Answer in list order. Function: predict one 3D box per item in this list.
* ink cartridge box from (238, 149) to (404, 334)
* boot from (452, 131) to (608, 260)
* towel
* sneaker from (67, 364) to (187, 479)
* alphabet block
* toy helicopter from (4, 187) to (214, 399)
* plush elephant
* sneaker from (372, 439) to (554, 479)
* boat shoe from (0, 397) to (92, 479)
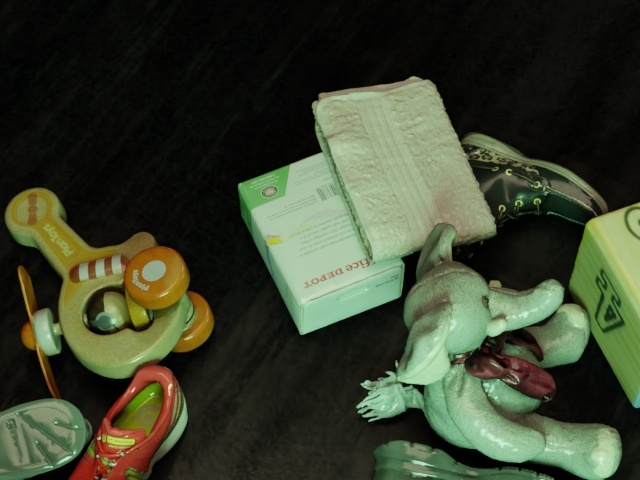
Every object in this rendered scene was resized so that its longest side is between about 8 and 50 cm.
[{"bbox_3d":[0.000,0.000,2.084,0.154,0.093,0.212,-21,59,-12],"label":"ink cartridge box"},{"bbox_3d":[0.255,-0.034,2.113,0.236,0.085,0.178,28,64,23],"label":"boot"},{"bbox_3d":[0.109,-0.102,2.076,0.187,0.049,0.282,-12,57,-16],"label":"towel"},{"bbox_3d":[-0.259,0.270,1.902,0.107,0.118,0.279,19,60,12],"label":"sneaker"},{"bbox_3d":[0.455,0.069,1.986,0.192,0.193,0.197,-17,60,-12],"label":"alphabet block"},{"bbox_3d":[-0.325,0.057,2.051,0.235,0.140,0.355,-39,55,-11],"label":"toy helicopter"},{"bbox_3d":[0.203,0.122,1.901,0.330,0.255,0.272,-1,44,6],"label":"plush elephant"},{"bbox_3d":[0.193,0.337,1.887,0.286,0.109,0.130,10,69,14],"label":"sneaker"},{"bbox_3d":[-0.445,0.272,1.924,0.320,0.103,0.118,-16,79,-3],"label":"boat shoe"}]
